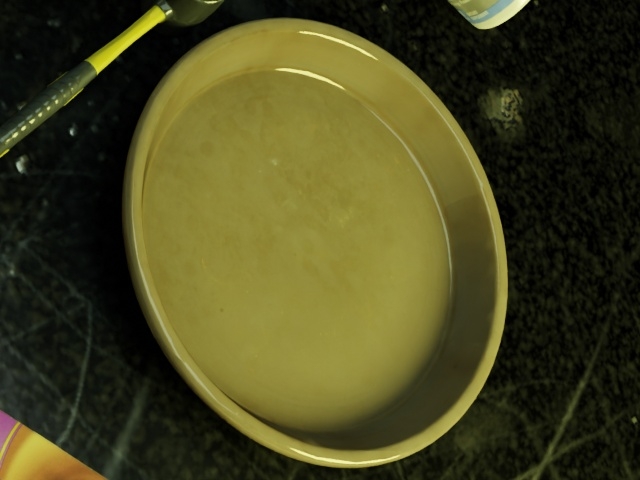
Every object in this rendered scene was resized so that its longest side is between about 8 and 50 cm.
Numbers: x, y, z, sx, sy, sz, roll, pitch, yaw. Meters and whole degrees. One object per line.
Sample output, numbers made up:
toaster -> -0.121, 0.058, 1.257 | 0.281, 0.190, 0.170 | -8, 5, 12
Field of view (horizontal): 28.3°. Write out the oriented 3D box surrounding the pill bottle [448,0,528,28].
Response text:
pill bottle -> 0.091, -0.219, 0.882 | 0.137, 0.078, 0.078 | 40, 56, -19

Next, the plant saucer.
plant saucer -> 0.000, 0.000, 0.771 | 0.278, 0.041, 0.277 | 11, 70, -33

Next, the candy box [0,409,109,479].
candy box -> -0.174, 0.121, 0.548 | 0.187, 0.053, 0.109 | 34, 49, -9

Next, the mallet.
mallet -> -0.129, -0.098, 0.717 | 0.190, 0.062, 0.039 | -44, 102, -22
